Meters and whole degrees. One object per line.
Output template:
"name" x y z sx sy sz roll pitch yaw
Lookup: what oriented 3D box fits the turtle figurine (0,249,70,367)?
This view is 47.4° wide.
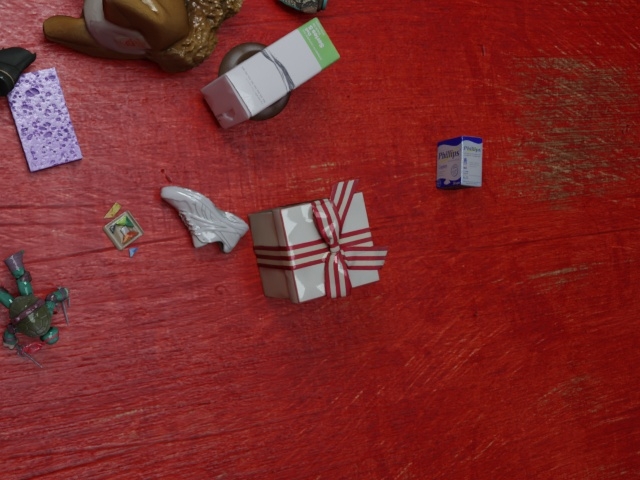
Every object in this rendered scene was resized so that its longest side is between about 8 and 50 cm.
"turtle figurine" -0.618 0.148 1.558 0.175 0.118 0.234 -37 99 -21

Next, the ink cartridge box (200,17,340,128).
"ink cartridge box" -0.121 -0.388 1.709 0.273 0.198 0.114 -38 105 -22

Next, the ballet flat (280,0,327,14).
"ballet flat" -0.014 -0.814 1.843 0.182 0.164 0.482 17 83 -4

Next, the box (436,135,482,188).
"box" 0.386 -0.214 2.033 0.072 0.126 0.137 3 88 -24

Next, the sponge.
"sponge" -0.612 -0.264 1.605 0.117 0.031 0.210 -18 97 -24

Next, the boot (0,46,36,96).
"boot" -0.719 -0.375 1.543 0.198 0.077 0.137 18 45 -1

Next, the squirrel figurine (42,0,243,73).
"squirrel figurine" -0.371 -0.595 1.634 0.397 0.281 0.370 16 72 -39

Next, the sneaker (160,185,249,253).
"sneaker" -0.286 -0.044 1.731 0.232 0.090 0.115 31 80 -21

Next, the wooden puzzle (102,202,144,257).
"wooden puzzle" -0.456 -0.024 1.687 0.078 0.014 0.116 -46 108 -19

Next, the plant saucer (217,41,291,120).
"plant saucer" -0.156 -0.401 1.824 0.199 0.036 0.198 0 90 -27

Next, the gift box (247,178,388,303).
"gift box" 0.000 0.000 1.773 0.276 0.258 0.255 -19 98 -24
